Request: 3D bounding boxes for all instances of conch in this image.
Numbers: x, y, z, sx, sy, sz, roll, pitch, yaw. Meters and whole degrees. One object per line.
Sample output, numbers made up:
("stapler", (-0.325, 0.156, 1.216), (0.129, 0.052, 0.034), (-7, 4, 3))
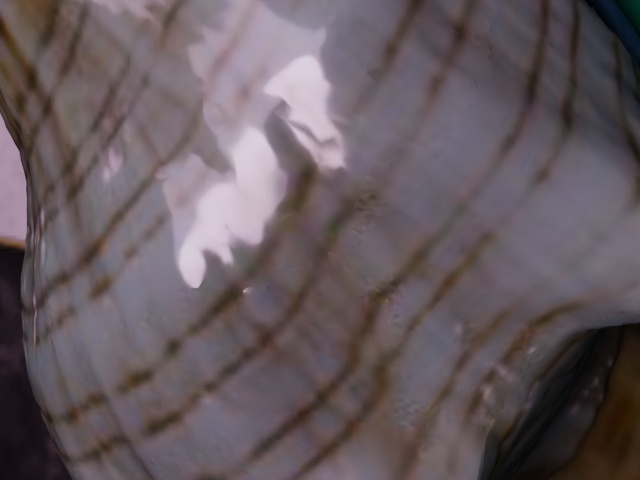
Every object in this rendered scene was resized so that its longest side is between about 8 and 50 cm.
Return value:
("conch", (0.001, 0.012, 0.477), (0.203, 0.386, 0.169), (-22, 51, 30))

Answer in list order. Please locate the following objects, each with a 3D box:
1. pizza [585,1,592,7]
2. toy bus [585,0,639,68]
("pizza", (0.028, -0.055, 0.637), (0.195, 0.052, 0.185), (-45, 66, 27))
("toy bus", (0.194, -0.042, 0.459), (0.199, 0.183, 0.343), (-43, 62, 27))
